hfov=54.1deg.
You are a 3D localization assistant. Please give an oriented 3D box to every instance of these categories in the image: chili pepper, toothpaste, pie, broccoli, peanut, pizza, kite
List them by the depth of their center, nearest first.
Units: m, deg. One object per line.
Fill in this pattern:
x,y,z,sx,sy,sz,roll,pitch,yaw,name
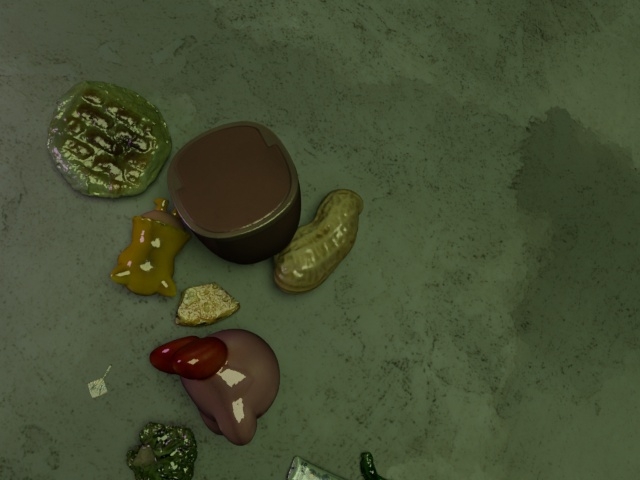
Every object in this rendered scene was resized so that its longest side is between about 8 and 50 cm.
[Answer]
-0.349,0.476,1.375,0.162,0.138,0.145,-2,71,21,broccoli
-0.493,0.323,1.423,0.078,0.002,0.044,-41,93,-20,kite
-0.502,-0.241,1.501,0.307,0.071,0.306,3,79,-17,pie
-0.277,0.155,1.506,0.160,0.036,0.098,-13,83,-20,pizza
0.036,0.592,1.512,0.239,0.039,0.062,25,69,-9,toothpaste
0.136,0.579,1.547,0.055,0.035,0.118,-42,89,-3,chili pepper
0.000,0.000,1.571,0.153,0.140,0.325,26,66,17,peanut

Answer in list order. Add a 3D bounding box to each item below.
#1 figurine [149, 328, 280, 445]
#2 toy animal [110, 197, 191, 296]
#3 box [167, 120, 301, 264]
-0.205,0.291,1.399,0.211,0.270,0.261,-41,102,-25,figurine
-0.381,0.015,1.450,0.156,0.156,0.229,17,71,-13,toy animal
-0.185,-0.096,1.451,0.301,0.216,0.300,-2,66,4,box
